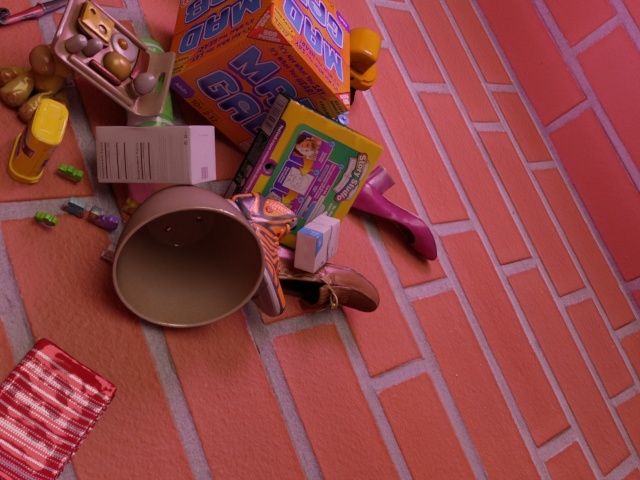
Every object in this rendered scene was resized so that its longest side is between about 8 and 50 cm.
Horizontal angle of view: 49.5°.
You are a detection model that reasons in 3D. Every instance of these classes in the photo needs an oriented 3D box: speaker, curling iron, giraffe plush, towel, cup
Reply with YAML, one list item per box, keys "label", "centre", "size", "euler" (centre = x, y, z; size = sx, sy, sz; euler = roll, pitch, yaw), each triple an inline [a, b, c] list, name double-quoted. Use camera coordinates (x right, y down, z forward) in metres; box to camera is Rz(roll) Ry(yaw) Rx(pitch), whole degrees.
- label: "speaker"
  centre: [-0.455, -0.384, 1.823]
  size: [0.131, 0.131, 0.296]
  euler: [7, 60, -38]
- label: "curling iron"
  centre: [-0.736, -0.600, 1.780]
  size: [0.068, 0.035, 0.274]
  euler: [53, 43, -2]
- label: "giraffe plush"
  centre: [-0.637, -0.397, 1.639]
  size: [0.181, 0.170, 0.210]
  euler: [48, 43, -6]
- label: "towel"
  centre: [-0.546, 0.344, 1.357]
  size: [0.199, 0.031, 0.274]
  euler: [41, 45, -13]
- label: "cup"
  centre: [-0.314, 0.001, 1.604]
  size: [0.331, 0.331, 0.237]
  euler: [21, 26, -31]

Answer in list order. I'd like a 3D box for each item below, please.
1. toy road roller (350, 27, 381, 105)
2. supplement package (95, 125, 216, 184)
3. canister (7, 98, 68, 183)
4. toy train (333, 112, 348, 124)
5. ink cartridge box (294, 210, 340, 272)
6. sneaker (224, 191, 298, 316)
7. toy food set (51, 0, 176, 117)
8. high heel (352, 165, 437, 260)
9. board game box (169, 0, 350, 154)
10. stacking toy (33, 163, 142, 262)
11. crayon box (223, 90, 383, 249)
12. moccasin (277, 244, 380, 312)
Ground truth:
- label: "toy road roller"
  centre: [0.056, -0.634, 2.339]
  size: [0.330, 0.241, 0.202]
  euler: [32, 47, -22]
- label: "supplement package"
  centre: [-0.388, -0.205, 1.643]
  size: [0.139, 0.244, 0.133]
  euler: [-30, 121, -71]
- label: "canister"
  centre: [-0.626, -0.220, 1.539]
  size: [0.073, 0.170, 0.126]
  euler: [22, 52, -30]
- label: "toy train"
  centre: [0.034, -0.395, 2.291]
  size: [0.105, 0.080, 0.184]
  euler: [21, 52, -23]
- label: "ink cartridge box"
  centre: [0.000, 0.000, 1.823]
  size: [0.060, 0.104, 0.180]
  euler: [16, 27, 21]
- label: "sneaker"
  centre: [-0.119, 0.021, 1.741]
  size: [0.180, 0.125, 0.320]
  euler: [-20, 88, -35]
- label: "toy food set"
  centre: [-0.480, -0.461, 1.650]
  size: [0.306, 0.093, 0.219]
  euler: [39, 44, -44]
- label: "high heel"
  centre: [0.225, -0.047, 2.252]
  size: [0.181, 0.127, 0.377]
  euler: [-40, 101, -14]
- label: "board game box"
  centre: [-0.160, -0.526, 1.928]
  size: [0.356, 0.357, 0.356]
  euler: [40, 41, -43]
- label: "stacking toy"
  centre: [-0.534, -0.061, 1.611]
  size: [0.221, 0.052, 0.166]
  euler: [29, 47, -22]
- label: "crayon box"
  centre: [-0.052, -0.168, 1.882]
  size: [0.313, 0.362, 0.106]
  euler: [23, 14, -30]
- label: "moccasin"
  centre: [-0.007, 0.128, 1.880]
  size: [0.380, 0.139, 0.146]
  euler: [25, 51, -27]
